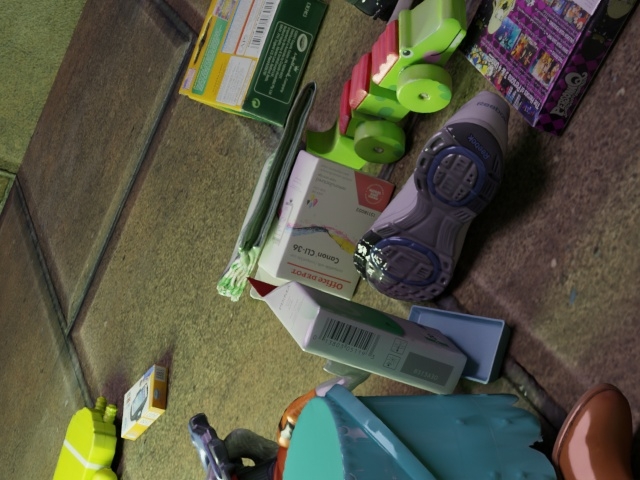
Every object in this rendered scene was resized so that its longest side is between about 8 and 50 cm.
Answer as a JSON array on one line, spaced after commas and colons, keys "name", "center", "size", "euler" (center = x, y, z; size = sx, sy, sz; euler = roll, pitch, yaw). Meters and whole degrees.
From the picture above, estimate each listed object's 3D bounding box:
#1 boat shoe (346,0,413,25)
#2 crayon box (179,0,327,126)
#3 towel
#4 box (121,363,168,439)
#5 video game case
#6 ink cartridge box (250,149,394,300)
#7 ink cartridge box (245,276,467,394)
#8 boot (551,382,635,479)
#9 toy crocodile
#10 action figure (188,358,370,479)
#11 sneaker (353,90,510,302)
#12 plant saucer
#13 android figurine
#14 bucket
[{"name": "boat shoe", "center": [0.107, -0.438, 1.698], "size": [0.127, 0.113, 0.340], "euler": [-76, 6, -55]}, {"name": "crayon box", "center": [-0.115, -0.306, 2.170], "size": [0.323, 0.083, 0.203], "euler": [25, 95, 64]}, {"name": "towel", "center": [-0.077, -0.057, 1.833], "size": [0.325, 0.038, 0.248], "euler": [122, 169, -74]}, {"name": "box", "center": [-0.292, 0.269, 2.196], "size": [0.136, 0.028, 0.081], "euler": [-43, 37, 43]}, {"name": "video game case", "center": [0.247, -0.251, 1.439], "size": [0.210, 0.041, 0.232], "euler": [-62, 26, 19]}, {"name": "ink cartridge box", "center": [0.000, 0.000, 1.684], "size": [0.067, 0.115, 0.198], "euler": [32, 103, 64]}, {"name": "ink cartridge box", "center": [0.034, 0.080, 1.441], "size": [0.056, 0.181, 0.225], "euler": [-65, 24, 12]}, {"name": "boot", "center": [0.253, 0.220, 1.074], "size": [0.152, 0.073, 0.197], "euler": [6, 87, 63]}, {"name": "toy crocodile", "center": [0.082, -0.191, 1.633], "size": [0.340, 0.105, 0.115], "euler": [130, 149, -56]}, {"name": "action figure", "center": [0.001, 0.314, 1.488], "size": [0.330, 0.178, 0.341], "euler": [-43, 66, 55]}, {"name": "sneaker", "center": [0.135, -0.041, 1.478], "size": [0.297, 0.111, 0.129], "euler": [-56, 0, 45]}, {"name": "plant saucer", "center": [0.141, 0.110, 1.434], "size": [0.192, 0.018, 0.067], "euler": [6, 78, 64]}, {"name": "android figurine", "center": [-0.409, 0.404, 2.306], "size": [0.248, 0.056, 0.273], "euler": [11, 83, 65]}, {"name": "bucket", "center": [0.076, 0.260, 1.189], "size": [0.281, 0.183, 0.281], "euler": [-175, 90, -75]}]
